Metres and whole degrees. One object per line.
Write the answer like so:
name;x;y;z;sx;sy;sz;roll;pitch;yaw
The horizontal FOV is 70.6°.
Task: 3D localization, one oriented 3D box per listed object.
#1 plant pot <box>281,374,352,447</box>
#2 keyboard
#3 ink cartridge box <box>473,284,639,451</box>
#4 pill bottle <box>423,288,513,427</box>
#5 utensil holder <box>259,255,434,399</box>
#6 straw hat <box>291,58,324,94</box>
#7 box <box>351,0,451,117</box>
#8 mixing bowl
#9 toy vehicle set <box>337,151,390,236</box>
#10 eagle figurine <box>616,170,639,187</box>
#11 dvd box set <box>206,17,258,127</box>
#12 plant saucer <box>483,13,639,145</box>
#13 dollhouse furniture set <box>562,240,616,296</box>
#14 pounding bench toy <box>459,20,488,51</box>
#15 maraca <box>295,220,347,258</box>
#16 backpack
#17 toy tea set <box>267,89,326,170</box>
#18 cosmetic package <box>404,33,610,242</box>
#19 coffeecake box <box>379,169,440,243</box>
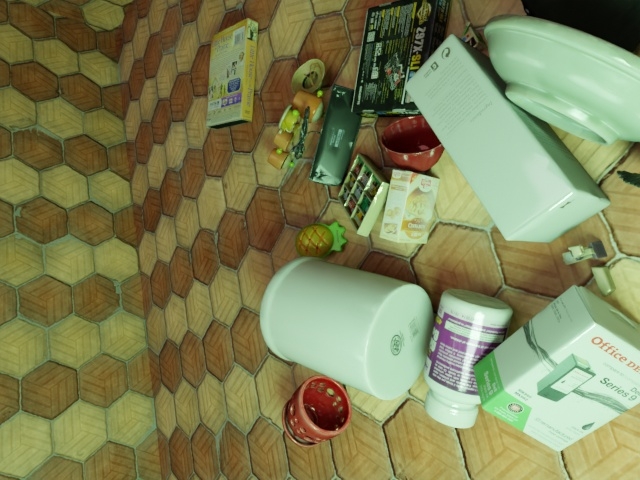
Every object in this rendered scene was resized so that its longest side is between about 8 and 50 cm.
plant pot;-0.021;0.552;1.452;0.174;0.191;0.191;-50;55;41
keyboard;0.018;-0.343;1.465;0.033;0.201;0.317;-121;45;-72
ink cartridge box;0.489;0.259;0.899;0.289;0.211;0.121;-55;9;30
pill bottle;0.344;0.282;1.091;0.169;0.169;0.302;19;101;45
utensil holder;0.072;0.233;1.270;0.385;0.327;0.328;11;96;45
straw hat;-0.029;-0.561;1.601;0.144;0.061;0.144;-9;74;31
box;0.228;-0.526;1.319;0.257;0.079;0.322;14;98;44
mixing bowl;0.260;-0.249;1.229;0.181;0.181;0.098;36;154;41
toy vehicle set;0.126;-0.145;1.353;0.267;0.035;0.166;-111;42;-60
eagle figurine;0.688;-0.087;0.740;0.298;0.226;0.225;60;148;23
dvd box set;-0.396;-0.719;1.993;0.307;0.062;0.420;5;92;47
plant saucer;0.460;-0.266;0.826;0.400;0.400;0.100;44;115;38
dollhouse furniture set;0.552;0.070;0.957;0.081;0.091;0.114;-34;66;57
pounding bench toy;0.380;-0.516;1.176;0.065;0.052;0.083;-35;63;40
maraca;0.000;0.000;1.523;0.185;0.099;0.127;-13;80;19
backpack;0.516;-0.559;0.882;0.273;0.290;0.356;-34;39;39
toy tea set;-0.079;-0.374;1.595;0.200;0.124;0.336;-64;4;-29
cosmetic package;0.404;-0.224;1.011;0.161;0.230;0.453;-45;57;36
coffeecake box;0.245;-0.089;1.232;0.068;0.142;0.185;18;101;44
